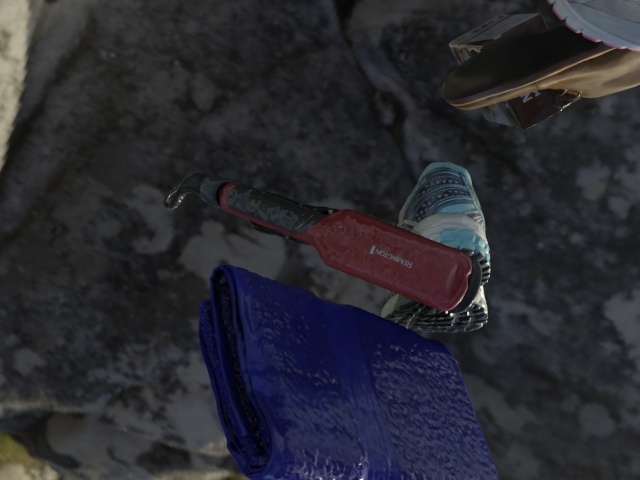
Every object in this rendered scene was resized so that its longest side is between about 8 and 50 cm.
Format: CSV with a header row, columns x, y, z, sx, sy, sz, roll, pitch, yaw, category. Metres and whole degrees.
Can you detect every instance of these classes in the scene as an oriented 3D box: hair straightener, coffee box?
x,y,z,sx,sy,sz,roll,pitch,yaw,category
0.000,0.000,0.890,0.089,0.230,0.047,20,86,-70,hair straightener
0.285,-0.256,1.976,0.098,0.246,0.141,-29,100,-1,coffee box

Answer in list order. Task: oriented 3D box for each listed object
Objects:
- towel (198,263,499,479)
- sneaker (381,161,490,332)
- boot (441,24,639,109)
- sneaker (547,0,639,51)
x,y,z,sx,sy,sz,roll,pitch,yaw,category
0.027,0.159,1.241,0.308,0.228,0.076,21,129,-37,towel
0.125,0.013,1.359,0.110,0.283,0.122,3,68,-3,sneaker
0.314,-0.220,1.742,0.305,0.112,0.115,-18,131,12,boot
0.274,-0.300,1.356,0.111,0.252,0.103,-49,171,37,sneaker
